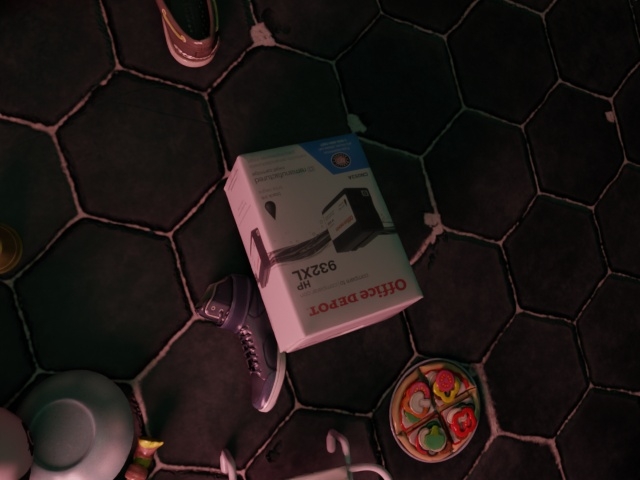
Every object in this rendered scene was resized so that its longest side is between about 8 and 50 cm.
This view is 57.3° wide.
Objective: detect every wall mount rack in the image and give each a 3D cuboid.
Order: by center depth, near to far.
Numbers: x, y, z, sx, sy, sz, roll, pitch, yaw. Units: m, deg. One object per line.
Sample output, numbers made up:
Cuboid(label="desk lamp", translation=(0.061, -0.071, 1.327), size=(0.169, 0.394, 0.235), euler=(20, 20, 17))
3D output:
Cuboid(label="wall mount rack", translation=(-0.046, 0.496, 0.995), size=(0.349, 0.130, 0.305), euler=(-4, 86, -19))

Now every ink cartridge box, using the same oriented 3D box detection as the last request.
Cuboid(label="ink cartridge box", translation=(0.000, 0.000, 0.973), size=(0.223, 0.129, 0.308), euler=(-15, 76, -24))

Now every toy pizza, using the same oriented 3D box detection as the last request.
Cuboid(label="toy pizza", translation=(0.228, 0.331, 1.138), size=(0.201, 0.032, 0.202), euler=(1, 88, -19))

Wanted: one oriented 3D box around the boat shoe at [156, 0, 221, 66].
Cuboid(label="boat shoe", translation=(-0.245, -0.460, 0.973), size=(0.116, 0.096, 0.325), euler=(-17, 93, -18))

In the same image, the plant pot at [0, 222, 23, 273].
Cuboid(label="plant pot", translation=(-0.497, 0.011, 0.878), size=(0.083, 0.079, 0.084), euler=(1, 87, -20))

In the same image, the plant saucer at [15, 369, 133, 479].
Cuboid(label="plant saucer", translation=(-0.384, 0.294, 0.888), size=(0.194, 0.037, 0.195), euler=(0, 73, 1))

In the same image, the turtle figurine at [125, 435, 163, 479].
Cuboid(label="turtle figurine", translation=(-0.310, 0.421, 0.920), size=(0.269, 0.087, 0.218), euler=(9, 74, -3))

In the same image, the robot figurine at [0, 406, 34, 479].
Cuboid(label="robot figurine", translation=(-0.498, 0.362, 0.803), size=(0.209, 0.173, 0.278), euler=(15, 97, -14))

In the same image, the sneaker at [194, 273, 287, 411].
Cuboid(label="sneaker", translation=(-0.137, 0.167, 0.985), size=(0.163, 0.086, 0.227), euler=(12, 76, -27))
